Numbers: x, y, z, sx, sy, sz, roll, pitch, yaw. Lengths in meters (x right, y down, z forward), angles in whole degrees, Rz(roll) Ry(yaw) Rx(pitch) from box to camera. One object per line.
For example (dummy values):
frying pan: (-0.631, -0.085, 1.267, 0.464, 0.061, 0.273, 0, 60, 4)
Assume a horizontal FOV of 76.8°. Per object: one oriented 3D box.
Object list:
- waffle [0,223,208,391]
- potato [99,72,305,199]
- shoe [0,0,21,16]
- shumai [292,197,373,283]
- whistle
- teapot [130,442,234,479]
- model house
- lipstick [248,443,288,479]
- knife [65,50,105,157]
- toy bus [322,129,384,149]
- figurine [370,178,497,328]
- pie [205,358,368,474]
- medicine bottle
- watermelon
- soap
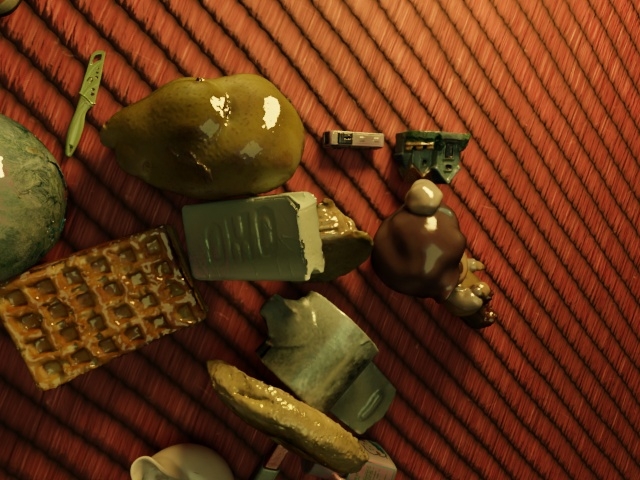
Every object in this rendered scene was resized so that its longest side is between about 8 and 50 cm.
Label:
waffle: (-0.386, 0.112, 0.742, 0.308, 0.091, 0.212, -22, 101, -13)
potato: (-0.203, -0.179, 0.721, 0.351, 0.202, 0.218, -5, 89, -6)
shoe: (-0.619, -0.462, 0.600, 0.291, 0.137, 0.114, 29, 85, -16)
shumai: (0.000, 0.000, 0.834, 0.202, 0.201, 0.120, -6, 56, -16)
whistle: (0.017, 0.263, 0.855, 0.168, 0.188, 0.404, -46, 138, -14)
teapot: (-0.261, 0.514, 0.780, 0.204, 0.139, 0.298, -37, 98, -15)
model house: (0.242, -0.168, 0.902, 0.149, 0.119, 0.148, -3, 103, -17)
lipstick: (-0.159, 0.563, 0.866, 0.051, 0.051, 0.312, 34, 83, -15)
knife: (-0.430, -0.250, 0.739, 0.030, 0.014, 0.207, 15, 89, -16)
toy bus: (0.071, -0.216, 0.872, 0.131, 0.052, 0.036, -1, 97, -17)
figurine: (0.276, 0.061, 0.869, 0.365, 0.206, 0.218, 30, 60, -18)
pie: (-0.067, 0.326, 0.729, 0.337, 0.338, 0.075, 42, 62, -16)
medicine bottle: (0.058, 0.491, 0.889, 0.188, 0.119, 0.094, 24, 87, -17)
watermelon: (-0.514, -0.086, 0.616, 0.188, 0.175, 0.321, -7, 85, -20)
soap: (-0.122, -0.004, 0.728, 0.094, 0.262, 0.150, -28, 112, -59)
